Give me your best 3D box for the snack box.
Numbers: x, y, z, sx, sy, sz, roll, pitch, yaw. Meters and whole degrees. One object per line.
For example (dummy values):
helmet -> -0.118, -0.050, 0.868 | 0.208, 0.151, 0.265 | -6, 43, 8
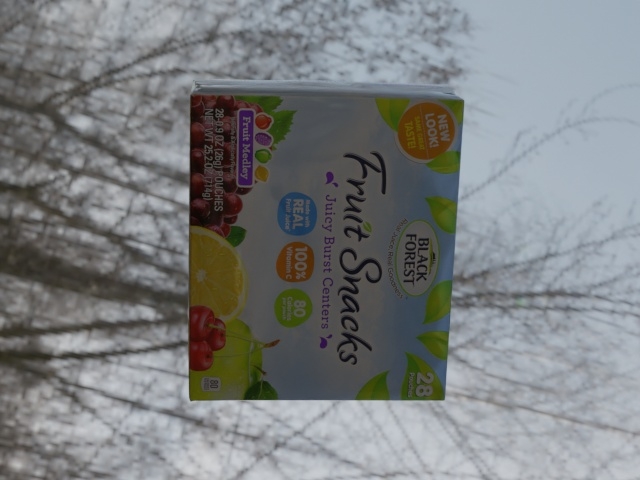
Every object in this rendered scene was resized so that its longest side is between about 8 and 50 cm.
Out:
snack box -> 0.000, 0.000, 0.830 | 0.070, 0.175, 0.207 | -104, -164, -72
